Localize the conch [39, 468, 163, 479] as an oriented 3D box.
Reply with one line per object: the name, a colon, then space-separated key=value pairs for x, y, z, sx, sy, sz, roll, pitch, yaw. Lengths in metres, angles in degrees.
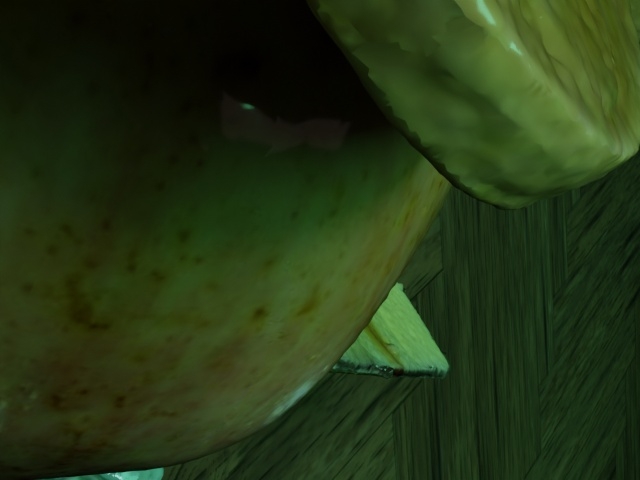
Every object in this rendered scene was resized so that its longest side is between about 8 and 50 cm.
conch: x=-0.144 y=0.167 z=0.719 sx=0.196 sy=0.134 sz=0.202 roll=69 pitch=32 yaw=-46

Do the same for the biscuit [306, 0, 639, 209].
biscuit: x=0.028 y=-0.148 z=0.461 sx=0.275 sy=0.052 sz=0.355 roll=54 pitch=26 yaw=-30

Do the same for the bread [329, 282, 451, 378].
bread: x=0.000 y=0.000 z=1.063 sx=0.240 sy=0.135 sz=0.178 roll=16 pitch=77 yaw=-65

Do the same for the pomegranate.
pomegranate: x=-0.114 y=-0.060 z=0.563 sx=0.338 sy=0.338 sz=0.338 roll=2 pitch=90 yaw=-68
